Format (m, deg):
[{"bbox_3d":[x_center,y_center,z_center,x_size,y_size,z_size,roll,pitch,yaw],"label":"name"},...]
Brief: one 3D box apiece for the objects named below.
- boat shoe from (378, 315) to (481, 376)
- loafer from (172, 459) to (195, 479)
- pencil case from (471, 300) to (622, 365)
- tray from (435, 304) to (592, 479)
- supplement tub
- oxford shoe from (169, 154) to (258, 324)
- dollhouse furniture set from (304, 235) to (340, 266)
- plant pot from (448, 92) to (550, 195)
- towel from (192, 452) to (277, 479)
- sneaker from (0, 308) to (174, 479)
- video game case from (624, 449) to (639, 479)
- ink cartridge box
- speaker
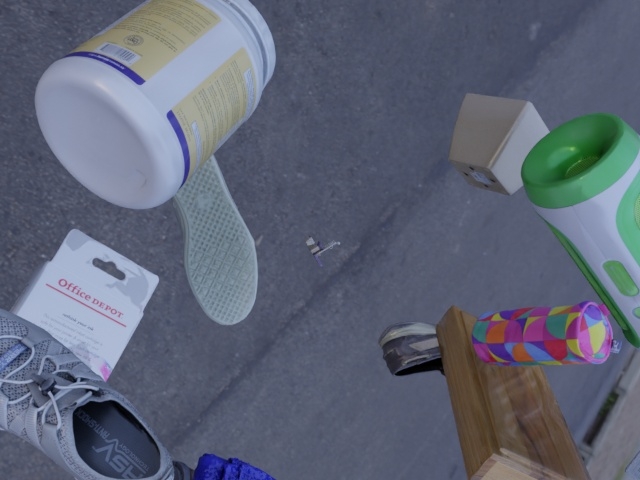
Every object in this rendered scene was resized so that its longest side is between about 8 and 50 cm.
[{"bbox_3d":[0.316,0.265,1.527,0.132,0.355,0.130,86,-1,-58],"label":"boat shoe"},{"bbox_3d":[-0.253,0.422,0.989,0.095,0.109,0.302,30,126,-29],"label":"loafer"},{"bbox_3d":[0.360,0.154,1.065,0.104,0.236,0.105,8,76,-33],"label":"pencil case"},{"bbox_3d":[0.333,0.288,1.169,0.076,0.202,0.411,-59,-168,25],"label":"tray"},{"bbox_3d":[-0.236,-0.233,1.004,0.331,0.240,0.241,-55,147,-39],"label":"supplement tub"},{"bbox_3d":[-0.255,-0.027,1.511,0.169,0.130,0.450,-18,93,-11],"label":"oxford shoe"},{"bbox_3d":[0.000,0.000,1.839,0.081,0.114,0.091,-32,112,-3],"label":"dollhouse furniture set"},{"bbox_3d":[0.239,-0.126,0.896,0.109,0.109,0.096,38,81,-41],"label":"plant pot"},{"bbox_3d":[-0.090,0.439,0.778,0.227,0.076,0.308,41,44,-33],"label":"towel"},{"bbox_3d":[-0.243,0.146,0.617,0.115,0.281,0.105,-45,-171,52],"label":"sneaker"},{"bbox_3d":[0.581,0.318,0.942,0.201,0.183,0.023,-57,152,9],"label":"video game case"},{"bbox_3d":[-0.481,0.177,1.221,0.207,0.119,0.354,35,70,-24],"label":"ink cartridge box"},{"bbox_3d":[0.339,0.008,0.707,0.296,0.131,0.131,47,69,-24],"label":"speaker"}]
